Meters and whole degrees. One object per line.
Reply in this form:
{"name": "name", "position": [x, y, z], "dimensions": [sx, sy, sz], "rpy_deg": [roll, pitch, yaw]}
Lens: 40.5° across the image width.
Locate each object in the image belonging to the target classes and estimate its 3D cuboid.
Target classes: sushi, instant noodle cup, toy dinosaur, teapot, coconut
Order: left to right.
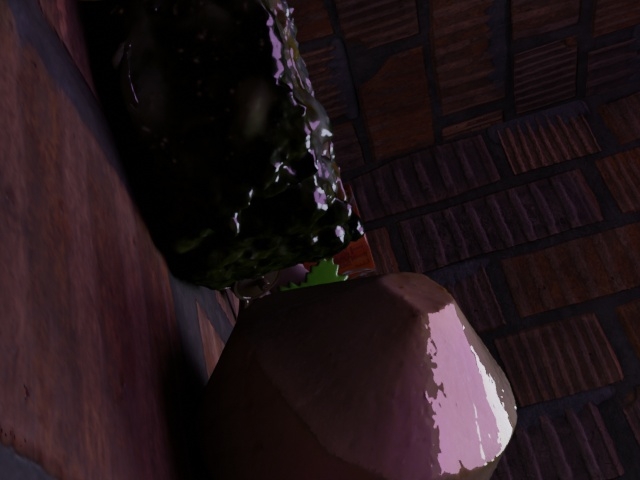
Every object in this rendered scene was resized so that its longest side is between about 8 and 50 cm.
{"name": "sushi", "position": [-0.090, -0.136, 0.838], "dimensions": [0.294, 0.178, 0.352], "rpy_deg": [2, 70, -86]}
{"name": "teapot", "position": [-0.097, 0.050, 1.031], "dimensions": [0.080, 0.085, 0.110], "rpy_deg": [48, -44, 35]}
{"name": "toy dinosaur", "position": [-0.045, 0.092, 1.304], "dimensions": [0.194, 0.152, 0.177], "rpy_deg": [49, -13, -10]}
{"name": "instant noodle cup", "position": [0.000, 0.000, 1.860], "dimensions": [0.250, 0.192, 0.250], "rpy_deg": [-17, 90, -87]}
{"name": "coconut", "position": [0.031, 0.134, 0.699], "dimensions": [0.259, 0.259, 0.259], "rpy_deg": [-17, 90, -88]}
